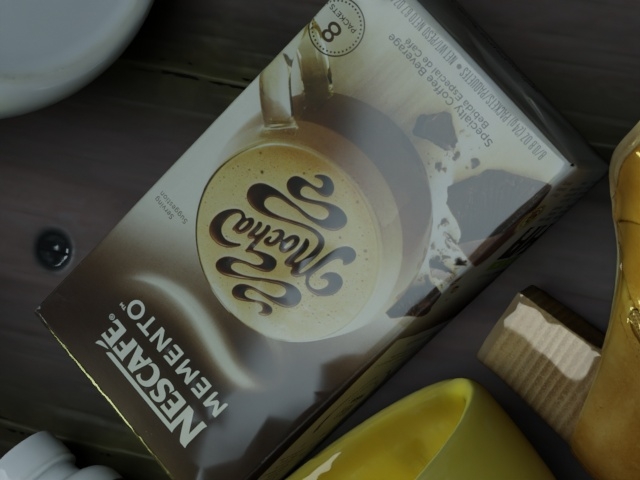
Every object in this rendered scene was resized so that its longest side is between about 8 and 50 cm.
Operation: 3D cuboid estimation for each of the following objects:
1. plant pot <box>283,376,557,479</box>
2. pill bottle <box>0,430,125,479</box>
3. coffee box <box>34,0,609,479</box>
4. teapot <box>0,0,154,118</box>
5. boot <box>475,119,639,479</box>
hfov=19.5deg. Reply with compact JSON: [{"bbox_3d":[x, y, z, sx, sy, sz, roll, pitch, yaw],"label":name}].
[{"bbox_3d":[0.060,0.245,1.030,0.254,0.254,0.239,-36,96,18],"label":"plant pot"},{"bbox_3d":[-0.138,0.202,1.166,0.169,0.094,0.094,43,105,13],"label":"pill bottle"},{"bbox_3d":[0.000,0.000,1.094,0.297,0.119,0.168,-46,78,16],"label":"coffee box"},{"bbox_3d":[-0.229,-0.193,1.136,0.187,0.256,0.252,0,119,57],"label":"teapot"},{"bbox_3d":[0.244,0.022,1.027,0.211,0.104,0.295,36,108,10],"label":"boot"}]
